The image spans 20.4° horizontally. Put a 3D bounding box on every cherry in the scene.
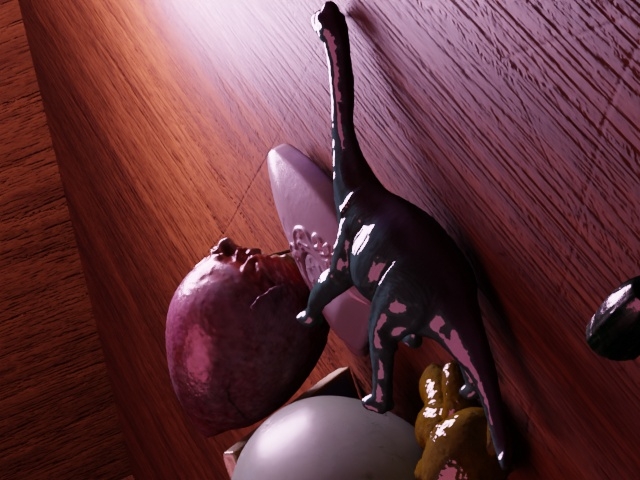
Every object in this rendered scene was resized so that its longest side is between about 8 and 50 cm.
[{"bbox_3d":[-0.092,0.123,2.101,0.175,0.192,0.250,30,102,29],"label":"cherry"}]

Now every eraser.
[{"bbox_3d":[-0.001,0.001,1.995,0.243,0.059,0.204,58,162,18],"label":"eraser"}]

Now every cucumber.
[{"bbox_3d":[0.230,0.054,1.314,0.048,0.048,0.105,63,164,17],"label":"cucumber"}]

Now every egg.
[{"bbox_3d":[0.048,0.345,1.891,0.276,0.276,0.389,96,150,-60],"label":"egg"}]

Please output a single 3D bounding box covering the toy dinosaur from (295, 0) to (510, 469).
[{"bbox_3d":[0.082,-0.018,1.666,0.383,0.129,0.331,38,132,50],"label":"toy dinosaur"}]

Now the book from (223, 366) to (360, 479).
[{"bbox_3d":[0.024,0.369,2.122,0.028,0.262,0.374,-14,100,37],"label":"book"}]

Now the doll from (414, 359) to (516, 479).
[{"bbox_3d":[0.142,0.194,1.772,0.209,0.097,0.137,-109,35,-67],"label":"doll"}]
